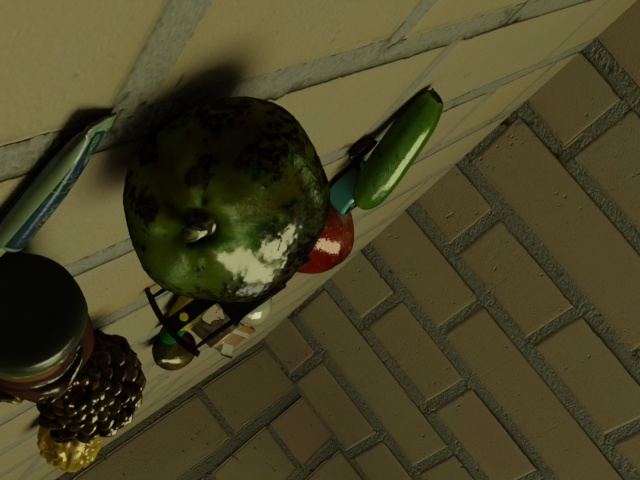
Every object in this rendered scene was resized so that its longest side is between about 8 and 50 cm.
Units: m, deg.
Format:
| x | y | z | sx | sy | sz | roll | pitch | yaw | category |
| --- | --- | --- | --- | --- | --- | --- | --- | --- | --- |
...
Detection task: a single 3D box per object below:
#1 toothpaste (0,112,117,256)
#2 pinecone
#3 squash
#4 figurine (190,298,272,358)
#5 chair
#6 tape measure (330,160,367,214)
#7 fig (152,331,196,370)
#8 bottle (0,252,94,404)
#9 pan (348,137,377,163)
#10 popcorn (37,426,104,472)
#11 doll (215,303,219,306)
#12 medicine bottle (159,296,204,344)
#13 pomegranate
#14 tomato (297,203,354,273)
| x | y | z | sx | sy | sz | roll | pitch | yaw | category |
| --- | --- | --- | --- | --- | --- | --- | --- | --- | --- |
| -0.255 | -0.046 | 0.711 | 0.197 | 0.035 | 0.057 | -43 | -173 | 23 | toothpaste |
| -0.397 | 0.248 | 1.322 | 0.184 | 0.179 | 0.204 | -13 | -176 | -15 | pinecone |
| 0.152 | -0.177 | 1.552 | 0.292 | 0.082 | 0.082 | -56 | 166 | 26 | squash |
| -0.214 | 0.180 | 1.972 | 0.237 | 0.141 | 0.162 | -49 | 150 | 5 | figurine |
| -0.170 | 0.072 | 1.413 | 0.260 | 0.154 | 0.141 | -36 | 172 | -41 | chair |
| 0.076 | -0.115 | 1.700 | 0.125 | 0.081 | 0.146 | -40 | 172 | -10 | tape measure |
| -0.371 | 0.278 | 1.883 | 0.109 | 0.103 | 0.154 | -66 | 170 | 23 | fig |
| -0.342 | 0.121 | 0.894 | 0.156 | 0.143 | 0.271 | -35 | 173 | -25 | bottle |
| 0.073 | -0.178 | 1.509 | 0.068 | 0.023 | 0.115 | -41 | 175 | 25 | pan |
| -0.573 | 0.455 | 1.790 | 0.180 | 0.180 | 0.170 | -38 | -144 | -3 | popcorn |
| -0.219 | 0.117 | 1.825 | 0.093 | 0.051 | 0.061 | -34 | -160 | -9 | doll |
| -0.297 | 0.164 | 1.673 | 0.095 | 0.064 | 0.260 | -30 | 169 | -38 | medicine bottle |
| -0.104 | -0.068 | 0.841 | 0.222 | 0.276 | 0.204 | -20 | 138 | 16 | pomegranate |
| 0.000 | 0.000 | 1.815 | 0.233 | 0.139 | 0.200 | -28 | 161 | -52 | tomato |
